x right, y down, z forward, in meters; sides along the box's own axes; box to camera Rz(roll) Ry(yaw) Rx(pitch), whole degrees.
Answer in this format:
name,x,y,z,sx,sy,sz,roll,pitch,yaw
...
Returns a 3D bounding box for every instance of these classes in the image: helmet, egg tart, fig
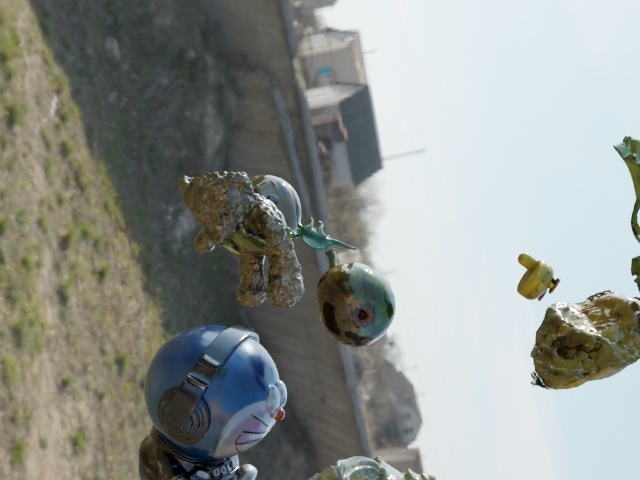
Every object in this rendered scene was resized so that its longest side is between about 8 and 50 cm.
name,x,y,z,sx,sy,sz,roll,pitch,yaw
helmet,-0.127,-0.096,2.445,0.224,0.130,0.198,47,-23,20
egg tart,0.496,0.171,1.617,0.132,0.297,0.297,58,5,-9
fig,0.042,0.087,1.538,0.245,0.149,0.149,-125,-158,-65

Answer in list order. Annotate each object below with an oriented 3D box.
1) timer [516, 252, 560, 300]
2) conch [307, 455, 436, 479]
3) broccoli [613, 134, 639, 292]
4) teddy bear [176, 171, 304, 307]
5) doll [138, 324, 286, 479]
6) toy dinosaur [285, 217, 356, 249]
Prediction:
name,x,y,z,sx,sy,sz,roll,pitch,yaw
timer,0.531,0.092,2.175,0.109,0.107,0.107,35,1,-1
conch,0.050,0.490,1.365,0.210,0.352,0.297,24,-23,42
broccoli,0.666,-0.041,1.512,0.186,0.254,0.302,-47,129,-74
teddy bear,-0.167,0.003,1.826,0.222,0.246,0.296,-5,91,-50
doll,-0.189,0.287,1.457,0.310,0.240,0.284,-66,168,19
toy dinosaur,-0.001,0.000,1.398,0.029,0.119,0.060,-60,-173,35
